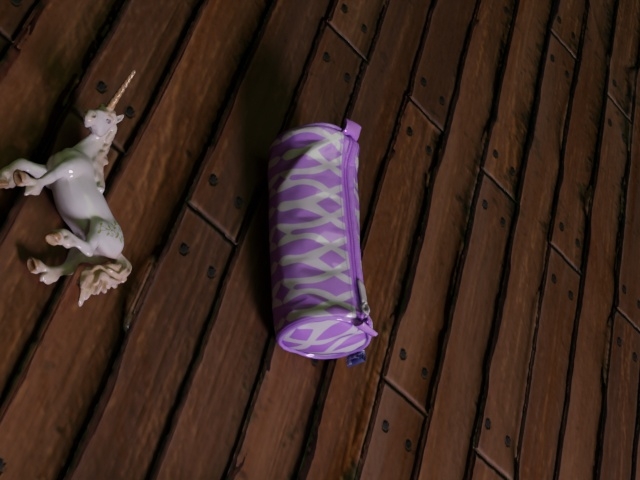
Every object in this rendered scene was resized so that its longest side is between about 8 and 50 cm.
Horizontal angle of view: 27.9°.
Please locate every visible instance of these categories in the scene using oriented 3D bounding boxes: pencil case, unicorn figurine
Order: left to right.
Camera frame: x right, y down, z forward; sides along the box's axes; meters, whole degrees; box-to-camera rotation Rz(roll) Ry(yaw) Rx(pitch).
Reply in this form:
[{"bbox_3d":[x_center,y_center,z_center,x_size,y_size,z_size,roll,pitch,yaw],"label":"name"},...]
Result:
[{"bbox_3d":[-0.180,-0.037,0.952,0.111,0.060,0.162,-17,98,-52],"label":"unicorn figurine"},{"bbox_3d":[0.000,0.000,1.102,0.086,0.088,0.206,21,53,-42],"label":"pencil case"}]
